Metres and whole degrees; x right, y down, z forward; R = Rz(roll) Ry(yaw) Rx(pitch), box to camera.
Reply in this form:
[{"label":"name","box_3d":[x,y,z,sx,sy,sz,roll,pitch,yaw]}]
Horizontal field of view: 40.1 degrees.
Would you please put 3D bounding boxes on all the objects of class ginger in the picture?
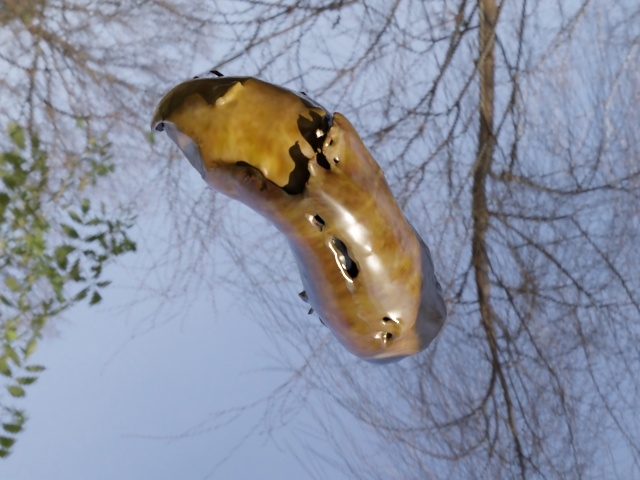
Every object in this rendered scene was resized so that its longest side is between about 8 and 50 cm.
[{"label":"ginger","box_3d":[0.007,-0.004,0.651,0.133,0.309,0.107,-8,-140,46]}]
